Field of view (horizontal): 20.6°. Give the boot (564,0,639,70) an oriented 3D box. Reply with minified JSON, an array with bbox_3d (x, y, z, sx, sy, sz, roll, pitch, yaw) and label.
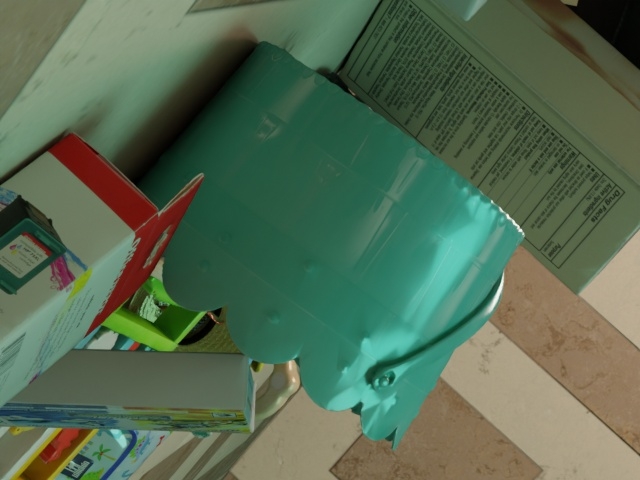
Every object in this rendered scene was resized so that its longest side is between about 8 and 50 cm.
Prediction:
[{"bbox_3d":[0.271,-0.288,1.621,0.146,0.367,0.445,-22,137,-28],"label":"boot"}]

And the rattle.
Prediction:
[{"bbox_3d":[-0.136,0.179,2.230,0.199,0.130,0.142,-22,174,27],"label":"rattle"}]

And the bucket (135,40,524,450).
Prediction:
[{"bbox_3d":[0.000,0.000,1.273,0.183,0.281,0.281,-53,173,0],"label":"bucket"}]

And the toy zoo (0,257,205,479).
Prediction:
[{"bbox_3d":[-0.217,0.132,1.483,0.293,0.030,0.192,-48,163,0],"label":"toy zoo"}]

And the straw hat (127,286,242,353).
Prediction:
[{"bbox_3d":[-0.123,0.058,1.619,0.144,0.144,0.061,-48,-147,0],"label":"straw hat"}]

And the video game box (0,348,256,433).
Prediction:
[{"bbox_3d":[-0.151,0.110,1.281,0.187,0.205,0.048,89,3,-81],"label":"video game box"}]

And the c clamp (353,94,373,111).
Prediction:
[{"bbox_3d":[0.030,-0.122,1.782,0.137,0.022,0.160,-44,176,16],"label":"c clamp"}]

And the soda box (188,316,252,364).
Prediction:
[{"bbox_3d":[-0.129,0.148,2.089,0.071,0.067,0.210,-44,172,-28],"label":"soda box"}]

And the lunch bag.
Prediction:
[{"bbox_3d":[-0.226,0.190,1.658,0.129,0.096,0.151,-49,155,14],"label":"lunch bag"}]

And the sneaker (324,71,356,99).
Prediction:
[{"bbox_3d":[0.006,-0.069,1.605,0.108,0.100,0.271,-30,168,-3],"label":"sneaker"}]

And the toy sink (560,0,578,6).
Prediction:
[{"bbox_3d":[0.333,-0.323,2.056,0.234,0.131,0.153,-46,175,30],"label":"toy sink"}]

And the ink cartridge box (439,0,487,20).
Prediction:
[{"bbox_3d":[0.141,-0.278,1.289,0.154,0.093,0.212,-46,175,-18],"label":"ink cartridge box"}]

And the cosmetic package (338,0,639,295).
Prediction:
[{"bbox_3d":[0.181,-0.117,1.561,0.129,0.296,0.153,-39,170,-41],"label":"cosmetic package"}]

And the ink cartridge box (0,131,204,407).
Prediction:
[{"bbox_3d":[-0.182,0.029,1.054,0.231,0.078,0.134,-42,172,-39],"label":"ink cartridge box"}]
